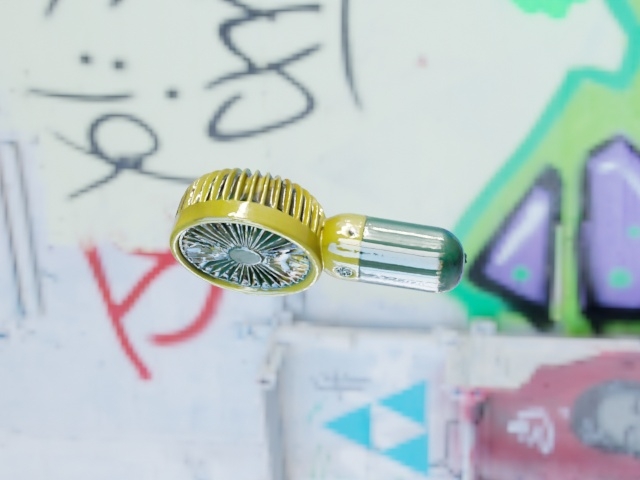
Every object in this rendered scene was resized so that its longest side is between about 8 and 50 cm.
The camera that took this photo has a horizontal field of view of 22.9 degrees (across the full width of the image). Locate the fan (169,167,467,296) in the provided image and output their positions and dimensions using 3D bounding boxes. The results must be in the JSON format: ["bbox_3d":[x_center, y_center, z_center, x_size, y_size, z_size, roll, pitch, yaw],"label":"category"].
[{"bbox_3d":[0.000,0.000,0.827,0.082,0.155,0.039,90,-169,-60],"label":"fan"}]
